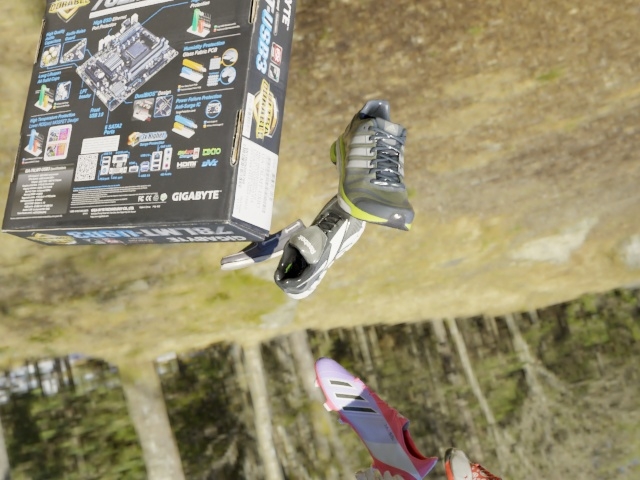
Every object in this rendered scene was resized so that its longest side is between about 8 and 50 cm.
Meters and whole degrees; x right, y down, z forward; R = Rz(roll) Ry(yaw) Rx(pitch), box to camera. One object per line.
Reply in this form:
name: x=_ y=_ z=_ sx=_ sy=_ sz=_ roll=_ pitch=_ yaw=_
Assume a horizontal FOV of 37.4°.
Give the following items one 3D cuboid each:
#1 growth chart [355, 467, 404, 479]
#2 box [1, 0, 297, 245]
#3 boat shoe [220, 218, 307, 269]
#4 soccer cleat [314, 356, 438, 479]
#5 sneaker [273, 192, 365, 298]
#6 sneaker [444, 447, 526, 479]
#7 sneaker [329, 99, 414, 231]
growth chart: x=0.133 y=0.416 z=1.365 sx=0.021 sy=0.171 sz=0.237 roll=-15 pitch=-175 yaw=-32
box: x=-0.170 y=-0.144 z=0.937 sx=0.296 sy=0.293 sz=0.073 roll=-2 pitch=163 yaw=31
boat shoe: x=-0.115 y=0.009 z=1.905 sx=0.206 sy=0.064 sz=0.075 roll=-17 pitch=177 yaw=-26
soccer cleat: x=0.084 y=0.278 z=1.498 sx=0.095 sy=0.248 sz=0.083 roll=-38 pitch=168 yaw=14
sneaker: x=0.000 y=0.000 z=1.603 sx=0.234 sy=0.078 sz=0.106 roll=-53 pitch=161 yaw=8
sneaker: x=0.329 y=0.474 z=1.776 sx=0.145 sy=0.090 sz=0.270 roll=-31 pitch=-149 yaw=12
sneaker: x=0.086 y=-0.122 z=1.473 sx=0.111 sy=0.300 sz=0.121 roll=11 pitch=122 yaw=-20
